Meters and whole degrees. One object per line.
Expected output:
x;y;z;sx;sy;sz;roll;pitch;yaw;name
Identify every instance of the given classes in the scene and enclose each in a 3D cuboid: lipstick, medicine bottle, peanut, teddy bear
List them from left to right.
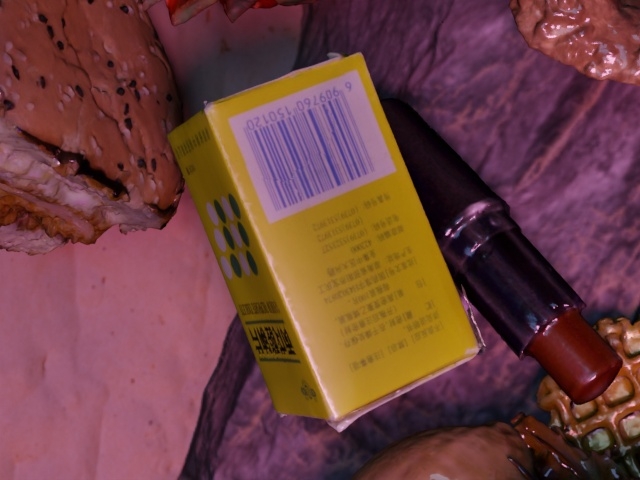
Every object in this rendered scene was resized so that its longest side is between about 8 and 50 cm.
0.000;0.000;0.904;0.141;0.137;0.250;-22;93;-23;medicine bottle
0.064;0.239;0.907;0.137;0.122;0.253;28;84;18;peanut
0.122;0.004;0.941;0.081;0.081;0.300;-44;61;6;lipstick
0.313;-0.186;0.857;0.296;0.246;0.223;31;116;12;teddy bear

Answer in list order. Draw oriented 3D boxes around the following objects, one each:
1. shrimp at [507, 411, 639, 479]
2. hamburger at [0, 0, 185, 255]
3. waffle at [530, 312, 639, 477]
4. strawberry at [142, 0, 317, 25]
0.268;0.196;0.848;0.287;0.063;0.152;41;104;5;shrimp
-0.260;-0.142;0.994;0.195;0.318;0.277;-17;68;24;hamburger
0.256;0.131;0.902;0.191;0.046;0.161;10;81;22;waffle
-0.061;-0.364;1.023;0.292;0.292;0.344;-16;56;15;strawberry
